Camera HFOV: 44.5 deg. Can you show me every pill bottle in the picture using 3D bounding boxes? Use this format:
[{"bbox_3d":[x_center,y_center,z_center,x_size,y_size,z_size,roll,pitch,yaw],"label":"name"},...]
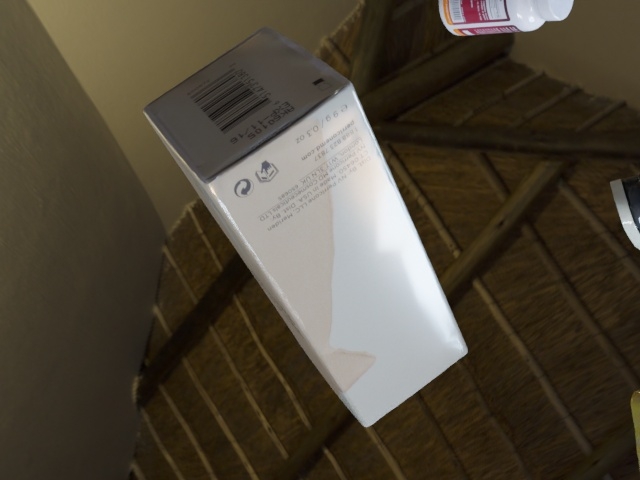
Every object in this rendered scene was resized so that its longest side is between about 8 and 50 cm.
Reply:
[{"bbox_3d":[0.231,-0.302,0.973,0.152,0.086,0.086,11,-117,43],"label":"pill bottle"}]

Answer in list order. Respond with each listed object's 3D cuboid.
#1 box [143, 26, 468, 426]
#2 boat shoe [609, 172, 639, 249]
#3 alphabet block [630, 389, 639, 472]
[{"bbox_3d":[0.000,0.000,0.647,0.121,0.311,0.148,-36,-140,-8],"label":"box"},{"bbox_3d":[0.404,-0.014,0.904,0.079,0.233,0.084,-24,-123,24],"label":"boat shoe"},{"bbox_3d":[0.482,0.248,0.835,0.192,0.197,0.193,-4,-94,-21],"label":"alphabet block"}]
